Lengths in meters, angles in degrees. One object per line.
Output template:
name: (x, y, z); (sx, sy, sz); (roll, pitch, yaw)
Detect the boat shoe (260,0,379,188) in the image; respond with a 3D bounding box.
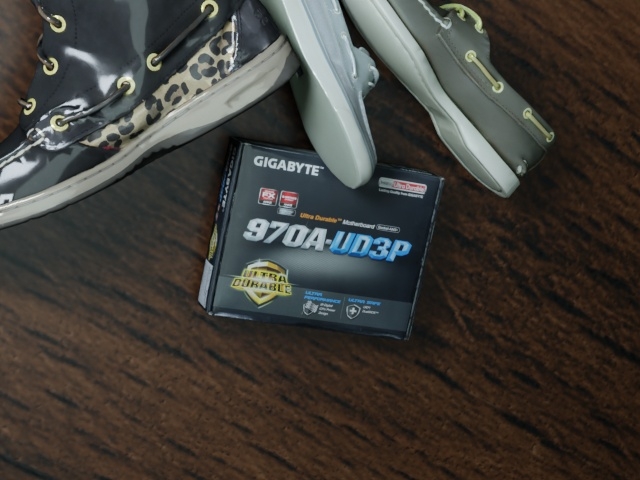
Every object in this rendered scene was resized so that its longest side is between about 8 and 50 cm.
boat shoe: (0.015, -0.165, 1.451); (0.081, 0.079, 0.227); (-23, 91, -24)

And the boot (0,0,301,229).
boot: (-0.237, -0.189, 1.353); (0.377, 0.138, 0.284); (-27, 106, -5)

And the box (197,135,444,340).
box: (0.000, 0.000, 1.518); (0.220, 0.051, 0.175); (9, 99, -20)

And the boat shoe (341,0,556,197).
boat shoe: (0.126, -0.177, 1.492); (0.091, 0.109, 0.305); (-43, 117, -5)
